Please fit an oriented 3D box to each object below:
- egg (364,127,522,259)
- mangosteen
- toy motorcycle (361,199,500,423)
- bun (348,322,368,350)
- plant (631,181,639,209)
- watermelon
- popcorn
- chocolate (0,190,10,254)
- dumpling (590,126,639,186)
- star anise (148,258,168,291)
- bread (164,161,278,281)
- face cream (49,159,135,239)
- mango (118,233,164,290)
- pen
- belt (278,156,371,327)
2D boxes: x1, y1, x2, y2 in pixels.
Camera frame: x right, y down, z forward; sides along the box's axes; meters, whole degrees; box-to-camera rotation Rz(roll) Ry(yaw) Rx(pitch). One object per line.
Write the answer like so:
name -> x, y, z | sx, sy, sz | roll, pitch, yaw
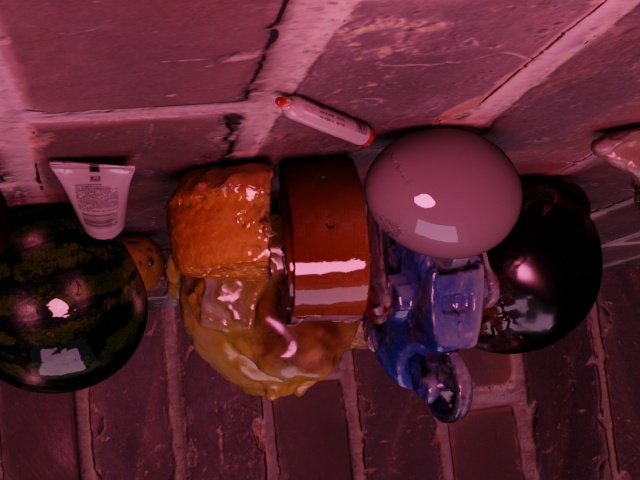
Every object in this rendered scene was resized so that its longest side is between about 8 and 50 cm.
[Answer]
egg -> 0.138, -0.053, 1.407 | 0.198, 0.146, 0.146 | 11, 164, -39
mangosteen -> 0.287, 0.017, 1.846 | 0.275, 0.275, 0.302 | -11, -153, 37
toy motorcycle -> 0.146, 0.066, 1.690 | 0.182, 0.319, 0.241 | 1, -170, 0
bun -> 0.028, 0.088, 2.252 | 0.364, 0.202, 0.364 | -7, 166, -2
plant -> 0.548, -0.073, 1.894 | 0.174, 0.085, 0.087 | -7, 135, 38
watermelon -> -0.356, 0.077, 1.673 | 0.269, 0.269, 0.269 | -6, 173, -1
popcorn -> -0.064, 0.081, 1.849 | 0.312, 0.312, 0.312 | -6, 173, -1
chocolate -> -0.370, -0.042, 1.319 | 0.080, 0.125, 0.149 | -13, -149, -10
dumpling -> 0.457, -0.096, 1.604 | 0.166, 0.086, 0.332 | -6, 178, 26
star anise -> -0.338, 0.057, 2.220 | 0.197, 0.073, 0.212 | -1, 175, -10
bread -> -0.115, -0.016, 1.514 | 0.139, 0.143, 0.229 | -6, 171, -4
face cream -> -0.261, -0.054, 1.477 | 0.092, 0.058, 0.244 | 1, 167, -7
mango -> -0.320, 0.039, 2.007 | 0.137, 0.098, 0.195 | -6, -179, -21
pen -> 0.004, -0.119, 1.252 | 0.026, 0.026, 0.218 | -9, 173, 23
belt -> 0.000, 0.000, 1.487 | 0.105, 0.184, 0.261 | -3, -154, -5
